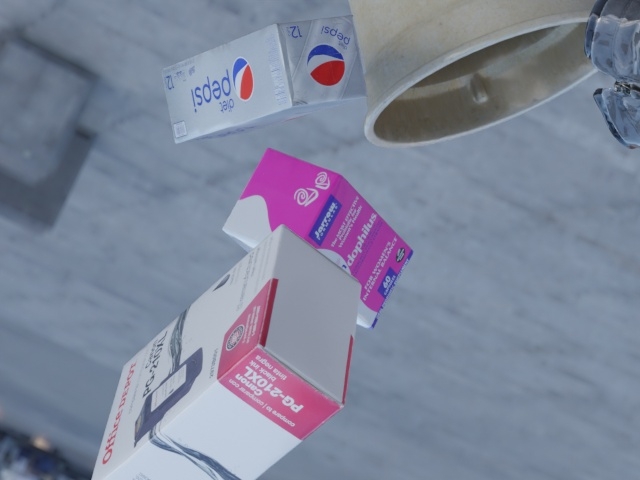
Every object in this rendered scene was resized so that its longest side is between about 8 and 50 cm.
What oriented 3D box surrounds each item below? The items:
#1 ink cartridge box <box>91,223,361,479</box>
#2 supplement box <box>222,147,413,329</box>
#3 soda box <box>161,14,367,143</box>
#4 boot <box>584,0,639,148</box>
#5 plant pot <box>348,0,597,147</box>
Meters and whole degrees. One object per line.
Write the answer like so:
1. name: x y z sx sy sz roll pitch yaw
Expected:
1. ink cartridge box: -0.082 0.127 1.659 0.100 0.172 0.237 37 122 -19
2. supplement box: 0.000 0.000 2.186 0.114 0.111 0.220 21 167 34
3. soda box: -0.065 -0.172 2.073 0.098 0.091 0.286 -10 180 -30
4. boot: 0.370 -0.082 1.691 0.222 0.118 0.338 10 133 41
5. plant pot: 0.158 -0.320 2.289 0.334 0.305 0.334 -19 166 -5
